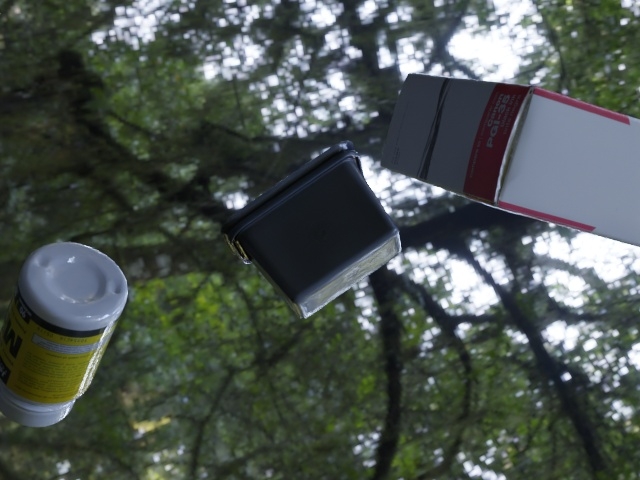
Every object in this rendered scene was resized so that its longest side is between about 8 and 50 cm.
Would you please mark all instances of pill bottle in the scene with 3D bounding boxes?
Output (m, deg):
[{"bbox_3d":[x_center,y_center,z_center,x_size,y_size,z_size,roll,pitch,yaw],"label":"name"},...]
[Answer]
[{"bbox_3d":[-0.302,0.112,1.227,0.119,0.119,0.208,51,-47,25],"label":"pill bottle"}]

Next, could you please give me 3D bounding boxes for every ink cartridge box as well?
[{"bbox_3d":[0.211,-0.087,1.107,0.283,0.207,0.117,-148,-108,-68],"label":"ink cartridge box"}]

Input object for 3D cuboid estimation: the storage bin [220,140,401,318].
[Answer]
[{"bbox_3d":[0.000,0.000,0.920,0.091,0.135,0.098,54,-7,22],"label":"storage bin"}]
